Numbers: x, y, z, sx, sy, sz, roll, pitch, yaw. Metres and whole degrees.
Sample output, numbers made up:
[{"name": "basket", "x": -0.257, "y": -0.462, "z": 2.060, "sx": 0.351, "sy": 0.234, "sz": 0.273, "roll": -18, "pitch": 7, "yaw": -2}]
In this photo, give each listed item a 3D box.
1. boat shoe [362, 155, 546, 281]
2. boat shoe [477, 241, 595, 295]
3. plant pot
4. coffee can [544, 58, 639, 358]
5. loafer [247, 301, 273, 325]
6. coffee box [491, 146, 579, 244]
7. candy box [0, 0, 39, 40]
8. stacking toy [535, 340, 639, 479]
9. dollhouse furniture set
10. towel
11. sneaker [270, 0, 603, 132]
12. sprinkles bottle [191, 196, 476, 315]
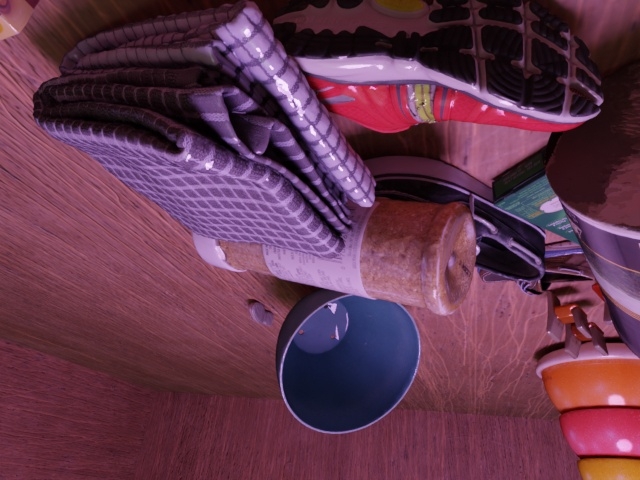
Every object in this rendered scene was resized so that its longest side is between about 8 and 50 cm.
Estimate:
[{"name": "boat shoe", "x": 0.172, "y": -0.015, "z": 0.616, "sx": 0.306, "sy": 0.105, "sz": 0.113, "roll": 20, "pitch": 150, "yaw": -23}, {"name": "boat shoe", "x": 0.341, "y": 0.050, "z": 0.744, "sx": 0.183, "sy": 0.066, "sz": 0.066, "roll": -18, "pitch": 144, "yaw": 40}, {"name": "plant pot", "x": 0.031, "y": 0.211, "z": 0.960, "sx": 0.290, "sy": 0.291, "sz": 0.195, "roll": 20, "pitch": -174, "yaw": -24}, {"name": "coffee can", "x": 0.355, "y": -0.010, "z": 0.431, "sx": 0.201, "sy": 0.202, "sz": 0.275, "roll": -14, "pitch": 136, "yaw": 36}, {"name": "loafer", "x": -0.157, "y": 0.185, "z": 1.157, "sx": 0.039, "sy": 0.045, "sz": 0.125, "roll": 4, "pitch": 156, "yaw": 20}, {"name": "coffee box", "x": 0.321, "y": -0.052, "z": 0.579, "sx": 0.184, "sy": 0.041, "sz": 0.113, "roll": 19, "pitch": 149, "yaw": -21}, {"name": "candy box", "x": -0.365, "y": -0.219, "z": 0.409, "sx": 0.186, "sy": 0.053, "sz": 0.109, "roll": -6, "pitch": 149, "yaw": 22}, {"name": "stacking toy", "x": 0.713, "y": 0.505, "z": 1.085, "sx": 0.350, "sy": 0.480, "sz": 0.351, "roll": 6, "pitch": 154, "yaw": 3}, {"name": "dollhouse furniture set", "x": 0.584, "y": 0.136, "z": 0.830, "sx": 0.259, "sy": 0.135, "sz": 0.262, "roll": 37, "pitch": 141, "yaw": -27}, {"name": "towel", "x": -0.113, "y": -0.083, "z": 0.459, "sx": 0.283, "sy": 0.121, "sz": 0.235, "roll": 14, "pitch": 160, "yaw": 37}, {"name": "sneaker", "x": 0.093, "y": -0.144, "z": 0.411, "sx": 0.278, "sy": 0.108, "sz": 0.118, "roll": 14, "pitch": 160, "yaw": 9}, {"name": "sprinkles bottle", "x": 0.000, "y": 0.000, "z": 0.573, "sx": 0.355, "sy": 0.121, "sz": 0.121, "roll": 9, "pitch": 158, "yaw": 35}]
